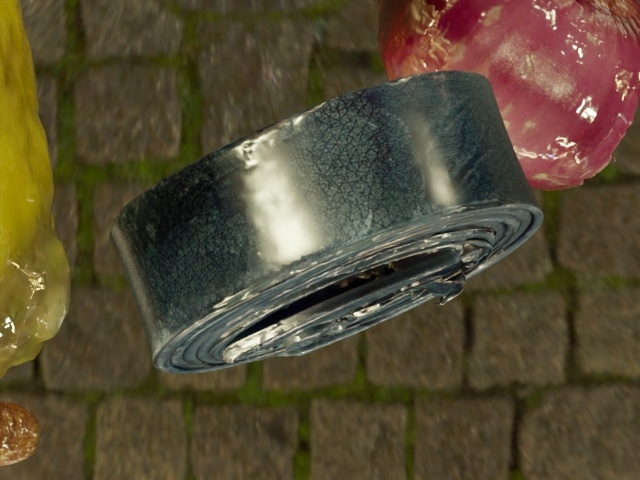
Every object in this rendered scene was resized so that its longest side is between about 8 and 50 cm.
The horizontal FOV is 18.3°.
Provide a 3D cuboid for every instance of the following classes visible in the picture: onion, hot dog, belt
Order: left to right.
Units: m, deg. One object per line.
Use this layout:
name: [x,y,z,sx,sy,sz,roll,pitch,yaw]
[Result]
hot dog: [-0.279,0.160,1.676,0.083,0.035,0.058,12,64,-34]
belt: [0.000,0.000,0.868,0.190,0.141,0.082,-25,73,17]
onion: [0.124,-0.139,1.364,0.201,0.200,0.207,15,62,-7]

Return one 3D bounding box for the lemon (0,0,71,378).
lemon: [-0.282,-0.040,0.792,0.387,0.350,0.349,14,102,7]
